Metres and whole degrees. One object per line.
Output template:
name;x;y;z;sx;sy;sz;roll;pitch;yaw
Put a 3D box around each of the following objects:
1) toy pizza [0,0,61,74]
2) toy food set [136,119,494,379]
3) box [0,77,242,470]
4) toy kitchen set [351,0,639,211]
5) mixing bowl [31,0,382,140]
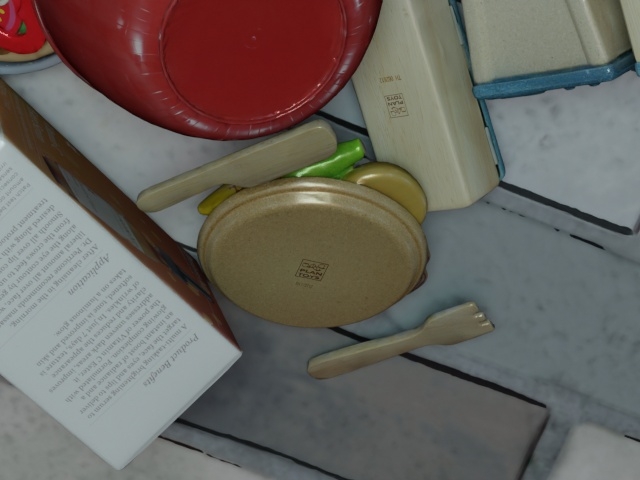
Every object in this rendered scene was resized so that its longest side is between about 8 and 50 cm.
toy pizza;-0.193;-0.166;0.847;0.201;0.032;0.201;15;131;18
toy food set;0.000;0.000;0.910;0.132;0.038;0.192;-18;137;23
box;-0.139;0.012;0.876;0.091;0.130;0.170;-44;116;4
toy kitchen set;0.146;-0.106;0.902;0.207;0.166;0.122;-5;109;39
mixing bowl;-0.041;-0.115;0.798;0.181;0.098;0.181;-9;125;-13
